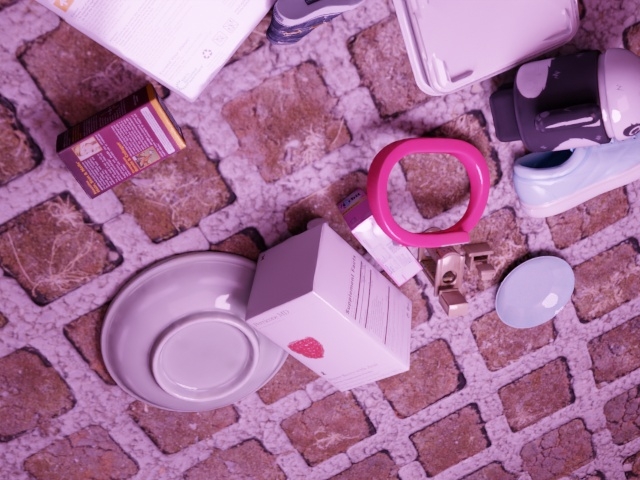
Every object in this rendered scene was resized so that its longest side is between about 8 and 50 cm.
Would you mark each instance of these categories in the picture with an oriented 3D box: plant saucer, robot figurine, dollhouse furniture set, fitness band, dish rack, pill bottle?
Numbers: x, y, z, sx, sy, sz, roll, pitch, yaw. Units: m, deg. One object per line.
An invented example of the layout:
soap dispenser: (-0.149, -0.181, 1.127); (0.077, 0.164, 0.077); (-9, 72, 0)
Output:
plant saucer: (0.479, 0.110, 1.751); (0.195, 0.037, 0.194); (-8, 121, -13)
robot figurine: (0.458, -0.249, 1.408); (0.278, 0.209, 0.173); (-6, 149, 29)
plant saucer: (-0.236, 0.215, 1.558); (0.401, 0.100, 0.400); (-8, 122, -13)
dollhouse furniture set: (0.305, 0.053, 1.577); (0.161, 0.182, 0.101); (-7, 121, -13)
fitness band: (0.211, -0.092, 1.476); (0.291, 0.054, 0.208); (-4, 94, -33)
dish rack: (0.307, -0.418, 1.366); (0.333, 0.072, 0.285); (-23, 124, -1)
pill bottle: (0.000, 0.000, 1.534); (0.044, 0.043, 0.083); (-16, 123, -8)

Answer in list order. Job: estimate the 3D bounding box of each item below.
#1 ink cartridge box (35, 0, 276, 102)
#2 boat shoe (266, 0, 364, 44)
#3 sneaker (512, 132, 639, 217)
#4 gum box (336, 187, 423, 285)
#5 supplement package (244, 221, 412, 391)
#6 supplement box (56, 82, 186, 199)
ink cartridge box: (-0.221, -0.417, 1.165); (0.324, 0.071, 0.330); (-47, 135, 13)
boat shoe: (-0.010, -0.387, 1.296); (0.183, 0.083, 0.065); (-25, 82, -26)
sneaker: (0.553, -0.186, 1.539); (0.366, 0.135, 0.150); (-32, 127, 2)
gum box: (0.120, -0.003, 1.531); (0.062, 0.107, 0.188); (-37, 123, 7)
supplement package: (0.023, 0.138, 1.513); (0.178, 0.175, 0.293); (-26, 128, 33)
supplement box: (-0.338, -0.168, 1.309); (0.188, 0.080, 0.104); (-29, 124, 1)
